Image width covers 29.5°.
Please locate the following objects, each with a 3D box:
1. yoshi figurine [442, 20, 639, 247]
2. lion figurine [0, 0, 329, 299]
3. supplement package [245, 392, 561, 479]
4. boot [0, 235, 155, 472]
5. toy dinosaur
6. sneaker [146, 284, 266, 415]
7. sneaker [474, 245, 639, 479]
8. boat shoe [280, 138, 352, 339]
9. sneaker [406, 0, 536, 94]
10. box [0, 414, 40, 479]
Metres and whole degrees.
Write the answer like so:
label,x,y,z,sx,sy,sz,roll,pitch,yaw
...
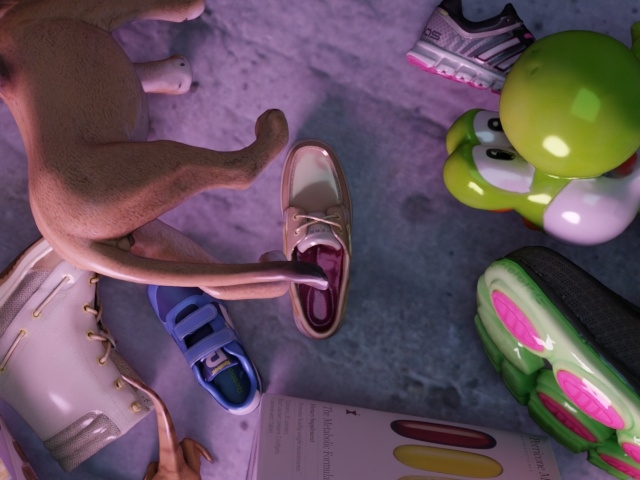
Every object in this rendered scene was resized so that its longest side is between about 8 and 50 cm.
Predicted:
label,x,y,z,sx,sy,sz,roll,pitch,yaw
yoshi figurine,0.278,-0.066,0.908,0.362,0.203,0.202,6,108,0
lion figurine,-0.171,-0.088,0.881,0.240,0.392,0.142,-7,134,-31
supplement package,0.061,0.227,0.966,0.244,0.139,0.133,9,115,-5
boot,-0.183,0.069,0.986,0.213,0.077,0.165,-43,94,6
toy dinosaur,-0.117,0.190,0.977,0.064,0.112,0.211,-6,101,-6
sneaker,-0.092,0.083,1.002,0.053,0.059,0.144,-36,94,1
sneaker,0.343,0.122,0.999,0.483,0.185,0.202,27,73,-8
boat shoe,0.000,0.000,1.004,0.063,0.059,0.170,-6,94,-4
sneaker,0.161,-0.155,1.004,0.171,0.063,0.074,18,98,0
box,-0.274,0.174,0.955,0.067,0.063,0.324,-25,109,-2
